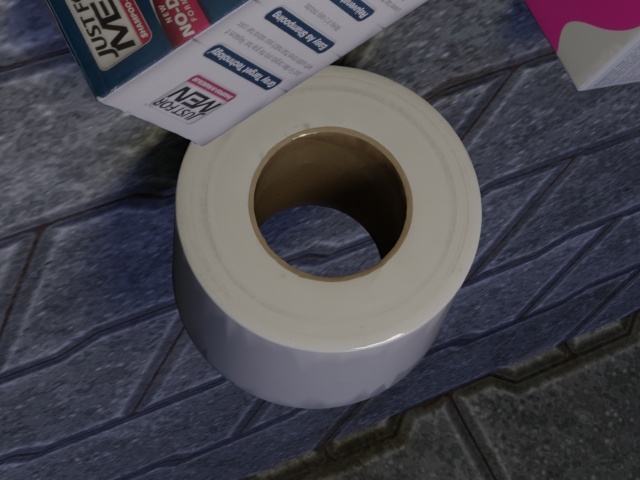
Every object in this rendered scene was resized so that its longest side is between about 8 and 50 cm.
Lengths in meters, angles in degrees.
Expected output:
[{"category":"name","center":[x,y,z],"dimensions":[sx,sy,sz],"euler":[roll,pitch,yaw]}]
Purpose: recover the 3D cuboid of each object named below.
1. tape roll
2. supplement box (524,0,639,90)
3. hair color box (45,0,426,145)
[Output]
[{"category":"tape roll","center":[0.000,0.000,1.550],"dimensions":[0.246,0.246,0.169],"euler":[-24,165,-14]},{"category":"supplement box","center":[0.292,-0.211,1.624],"dimensions":[0.220,0.111,0.114],"euler":[-13,158,-44]},{"category":"hair color box","center":[0.012,-0.204,1.183],"dimensions":[0.347,0.105,0.174],"euler":[-32,164,13]}]
